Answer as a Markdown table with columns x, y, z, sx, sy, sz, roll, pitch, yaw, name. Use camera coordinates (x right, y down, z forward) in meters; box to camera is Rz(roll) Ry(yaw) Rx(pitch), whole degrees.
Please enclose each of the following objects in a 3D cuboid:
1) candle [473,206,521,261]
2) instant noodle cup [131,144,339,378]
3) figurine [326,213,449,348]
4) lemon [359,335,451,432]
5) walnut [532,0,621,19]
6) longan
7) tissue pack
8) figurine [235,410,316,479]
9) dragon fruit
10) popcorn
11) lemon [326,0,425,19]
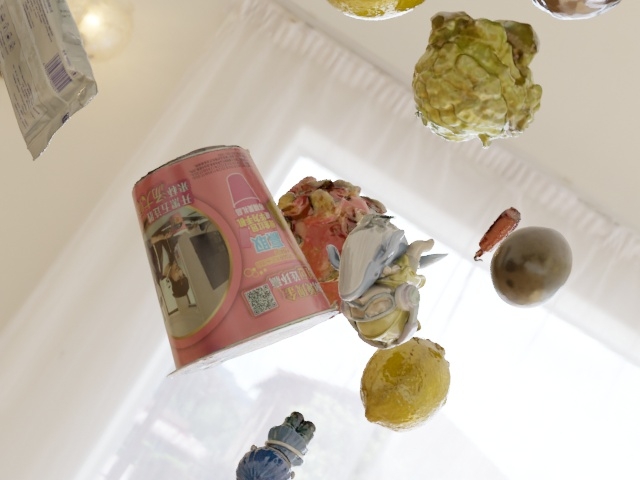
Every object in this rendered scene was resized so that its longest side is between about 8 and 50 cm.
| x | y | z | sx | sy | sz | roll | pitch | yaw | name |
| --- | --- | --- | --- | --- | --- | --- | --- | --- | --- |
| 0.373 | -0.005 | 1.961 | 0.053 | 0.048 | 0.162 | 5 | -39 | -25 | candle |
| -0.126 | 0.022 | 1.184 | 0.244 | 0.244 | 0.255 | 127 | -57 | -75 | instant noodle cup |
| 0.093 | 0.052 | 1.270 | 0.128 | 0.183 | 0.208 | -13 | -1 | 38 | figurine |
| 0.199 | 0.330 | 2.132 | 0.204 | 0.260 | 0.204 | 34 | -28 | 22 | lemon |
| 0.421 | -0.477 | 1.432 | 0.227 | 0.273 | 0.273 | 52 | -16 | -1 | walnut |
| 0.518 | 0.062 | 2.271 | 0.196 | 0.220 | 0.196 | 42 | 0 | 0 | longan |
| -0.273 | -0.189 | 0.873 | 0.123 | 0.193 | 0.026 | -33 | -19 | 36 | tissue pack |
| -0.050 | 0.274 | 1.163 | 0.077 | 0.136 | 0.079 | 39 | -35 | 4 | figurine |
| 0.000 | 0.000 | 1.936 | 0.263 | 0.314 | 0.296 | 60 | 8 | -17 | dragon fruit |
| 0.257 | -0.280 | 1.542 | 0.206 | 0.237 | 0.251 | 33 | -30 | 51 | popcorn |
| 0.096 | -0.441 | 1.443 | 0.244 | 0.186 | 0.187 | -18 | -30 | 9 | lemon |
